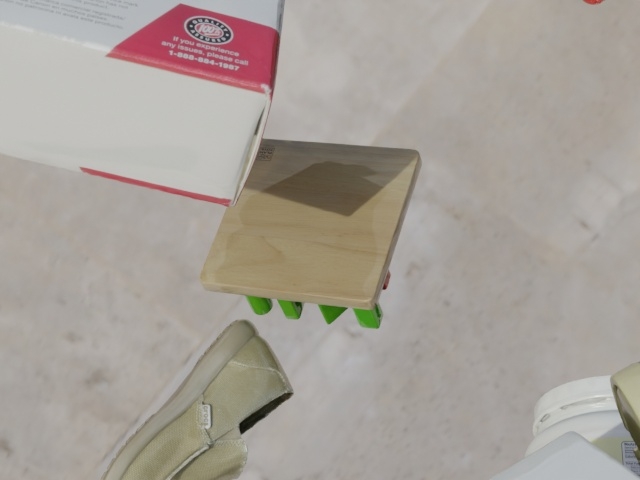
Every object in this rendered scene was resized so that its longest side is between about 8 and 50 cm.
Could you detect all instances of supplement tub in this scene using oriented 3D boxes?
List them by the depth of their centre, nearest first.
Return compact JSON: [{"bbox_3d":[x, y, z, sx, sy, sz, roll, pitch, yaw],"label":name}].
[{"bbox_3d":[0.379,0.359,2.026,0.235,0.235,0.324,13,57,-18],"label":"supplement tub"}]

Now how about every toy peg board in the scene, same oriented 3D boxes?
[{"bbox_3d":[0.000,0.000,1.416,0.161,0.079,0.160,6,57,21],"label":"toy peg board"}]

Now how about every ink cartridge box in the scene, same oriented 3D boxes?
[{"bbox_3d":[-0.144,-0.190,1.236,0.226,0.131,0.306,13,42,-7],"label":"ink cartridge box"}]

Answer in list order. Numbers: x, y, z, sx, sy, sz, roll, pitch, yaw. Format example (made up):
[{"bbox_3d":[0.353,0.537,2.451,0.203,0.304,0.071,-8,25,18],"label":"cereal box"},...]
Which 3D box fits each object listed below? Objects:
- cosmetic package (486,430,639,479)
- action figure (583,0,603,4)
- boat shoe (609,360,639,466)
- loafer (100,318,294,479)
[{"bbox_3d":[0.249,0.482,1.622,0.329,0.393,0.327,-24,40,-30],"label":"cosmetic package"},{"bbox_3d":[0.203,-0.311,1.620,0.280,0.139,0.091,9,48,16],"label":"action figure"},{"bbox_3d":[0.278,0.153,1.101,0.103,0.302,0.113,-27,61,2],"label":"boat shoe"},{"bbox_3d":[-0.112,0.184,1.381,0.092,0.102,0.268,35,63,5],"label":"loafer"}]
